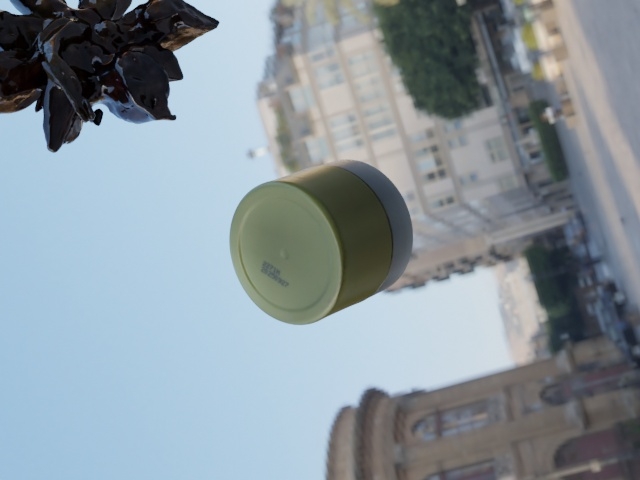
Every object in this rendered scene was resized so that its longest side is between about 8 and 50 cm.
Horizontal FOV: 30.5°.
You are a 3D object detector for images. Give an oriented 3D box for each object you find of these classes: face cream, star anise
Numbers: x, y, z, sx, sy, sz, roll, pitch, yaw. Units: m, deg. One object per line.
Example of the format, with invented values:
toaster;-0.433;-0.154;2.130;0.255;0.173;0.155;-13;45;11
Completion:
face cream;0.000;0.000;1.754;0.179;0.218;0.218;-21;-85;-50
star anise;-0.141;-0.113;0.678;0.057;0.168;0.168;99;169;-47
